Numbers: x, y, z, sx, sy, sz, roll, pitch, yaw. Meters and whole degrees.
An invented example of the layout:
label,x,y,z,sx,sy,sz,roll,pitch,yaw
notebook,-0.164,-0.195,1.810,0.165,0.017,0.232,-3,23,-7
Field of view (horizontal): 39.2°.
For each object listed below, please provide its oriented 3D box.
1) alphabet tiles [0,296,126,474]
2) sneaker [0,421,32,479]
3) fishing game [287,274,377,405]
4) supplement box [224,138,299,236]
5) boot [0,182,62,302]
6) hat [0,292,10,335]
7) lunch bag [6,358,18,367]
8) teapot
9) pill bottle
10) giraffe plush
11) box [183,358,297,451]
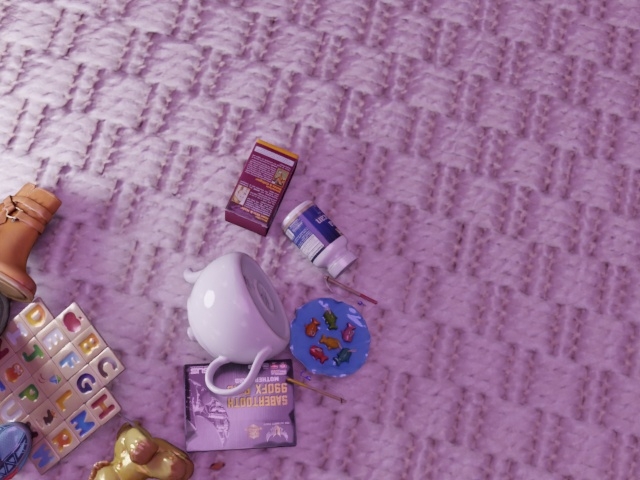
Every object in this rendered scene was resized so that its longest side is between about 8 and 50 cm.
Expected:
label,x,y,z,sx,sy,sz,roll,pitch,yaw
alphabet tiles,-0.564,0.294,1.811,0.342,0.011,0.285,-40,82,11
sneaker,-0.668,0.449,1.732,0.262,0.125,0.104,-39,89,-22
fishing game,0.022,0.203,1.929,0.189,0.041,0.264,27,61,-5
supplement box,-0.132,-0.117,2.014,0.104,0.081,0.188,23,73,1
boot,-0.621,-0.003,1.887,0.283,0.109,0.220,27,61,40
hat,-0.800,0.188,1.809,0.332,0.133,0.331,8,29,-5
lunch bag,-0.608,0.231,1.872,0.065,0.067,0.098,20,73,0
teapot,-0.191,0.163,1.862,0.187,0.256,0.252,-29,97,10
pill bottle,0.000,0.000,1.987,0.094,0.094,0.169,-41,82,-15
giraffe plush,-0.379,0.463,1.787,0.210,0.181,0.170,31,81,12
box,-0.170,0.347,1.889,0.231,0.056,0.183,-1,73,-6
